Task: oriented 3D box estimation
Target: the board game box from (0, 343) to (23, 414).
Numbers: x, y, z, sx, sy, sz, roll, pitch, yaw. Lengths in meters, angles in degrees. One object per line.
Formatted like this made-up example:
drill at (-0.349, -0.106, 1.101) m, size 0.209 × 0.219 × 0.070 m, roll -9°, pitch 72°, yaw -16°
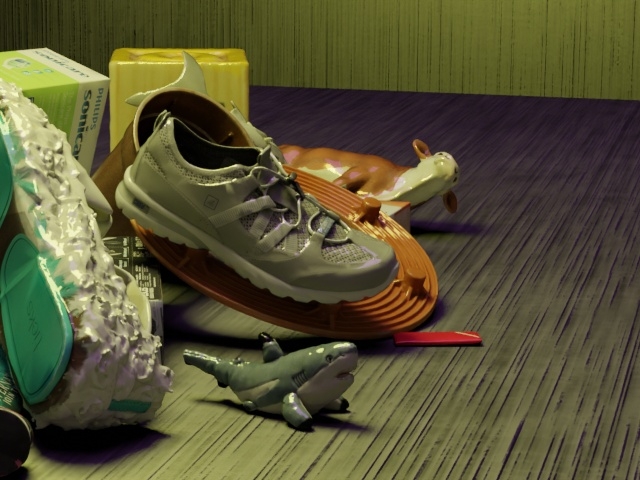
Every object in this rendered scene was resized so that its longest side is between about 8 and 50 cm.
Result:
board game box at (-0.297, 0.106, 1.507) m, size 0.126 × 0.026 × 0.186 m, roll 31°, pitch 11°, yaw -4°

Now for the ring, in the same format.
ring at (-0.033, -0.008, 1.878) m, size 0.336 × 0.032 × 0.336 m, roll 16°, pitch 28°, yaw -9°

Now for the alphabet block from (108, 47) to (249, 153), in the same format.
alphabet block at (-0.196, -0.163, 2.565) m, size 0.193 × 0.197 × 0.192 m, roll -1°, pitch 11°, yaw -6°

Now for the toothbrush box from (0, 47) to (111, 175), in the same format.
toothbrush box at (-0.405, -0.108, 2.204) m, size 0.122 × 0.206 × 0.283 m, roll 27°, pitch 24°, yaw 30°

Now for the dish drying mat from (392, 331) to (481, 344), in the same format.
dish drying mat at (0.112, 0.094, 1.776) m, size 0.083 × 0.008 × 0.032 m, roll 0°, pitch 12°, yaw -3°

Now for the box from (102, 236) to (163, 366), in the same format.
box at (-0.273, 0.059, 1.757) m, size 0.242 × 0.076 × 0.307 m, roll -1°, pitch 11°, yaw -7°

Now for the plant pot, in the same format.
plant pot at (-0.179, -0.059, 2.048) m, size 0.167 × 0.167 × 0.165 m, roll -11°, pitch -19°, yaw -45°

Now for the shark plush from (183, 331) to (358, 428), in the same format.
shark plush at (-0.038, 0.108, 1.550) m, size 0.161 × 0.067 × 0.073 m, roll 10°, pitch 15°, yaw 40°

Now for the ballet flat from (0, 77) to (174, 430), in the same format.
ballet flat at (-0.230, 0.014, 1.580) m, size 0.147 × 0.147 × 0.409 m, roll -4°, pitch 44°, yaw -23°

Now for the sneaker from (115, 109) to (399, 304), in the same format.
sneaker at (-0.053, -0.029, 1.739) m, size 0.281 × 0.115 × 0.105 m, roll 21°, pitch 27°, yaw 0°

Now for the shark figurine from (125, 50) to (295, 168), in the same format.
shark figurine at (-0.109, -0.097, 2.157) m, size 0.166 × 0.116 × 0.278 m, roll 44°, pitch 1°, yaw 26°

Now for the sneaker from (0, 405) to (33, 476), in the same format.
sneaker at (-0.300, 0.148, 1.380) m, size 0.178 × 0.072 × 0.077 m, roll 9°, pitch 0°, yaw 4°

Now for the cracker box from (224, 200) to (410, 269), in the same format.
cracker box at (0.000, 0.000, 2.093) m, size 0.156 × 0.067 × 0.232 m, roll 3°, pitch 12°, yaw 17°

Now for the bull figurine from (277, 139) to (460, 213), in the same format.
bull figurine at (0.025, -0.065, 2.326) m, size 0.310 × 0.101 × 0.188 m, roll 3°, pitch 17°, yaw 37°
